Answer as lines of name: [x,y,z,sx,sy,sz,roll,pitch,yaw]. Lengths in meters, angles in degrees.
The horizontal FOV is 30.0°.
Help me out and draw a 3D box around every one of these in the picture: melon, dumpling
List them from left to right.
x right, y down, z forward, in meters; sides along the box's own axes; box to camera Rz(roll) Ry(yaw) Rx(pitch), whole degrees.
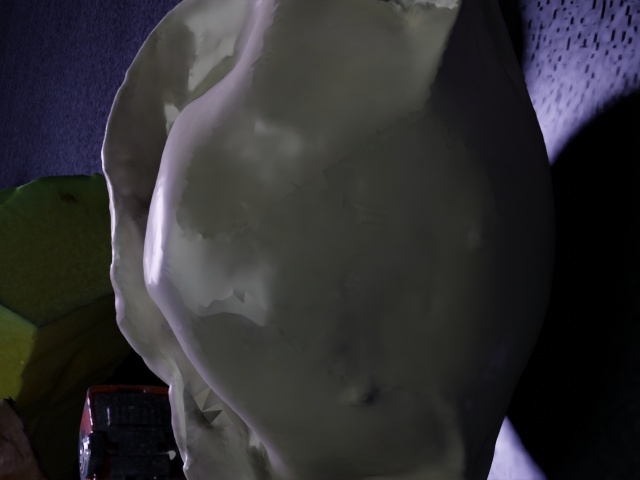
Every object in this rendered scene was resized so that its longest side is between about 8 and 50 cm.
melon: [-0.228,0.109,0.878,0.124,0.196,0.324,44,129,27]
dumpling: [0.000,0.000,0.426,0.162,0.132,0.250,2,94,27]

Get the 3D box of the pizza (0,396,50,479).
pizza: [-0.224,0.193,0.818,0.185,0.052,0.195,21,122,26]

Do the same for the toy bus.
toy bus: [-0.108,0.177,0.697,0.192,0.065,0.077,-105,28,-42]
